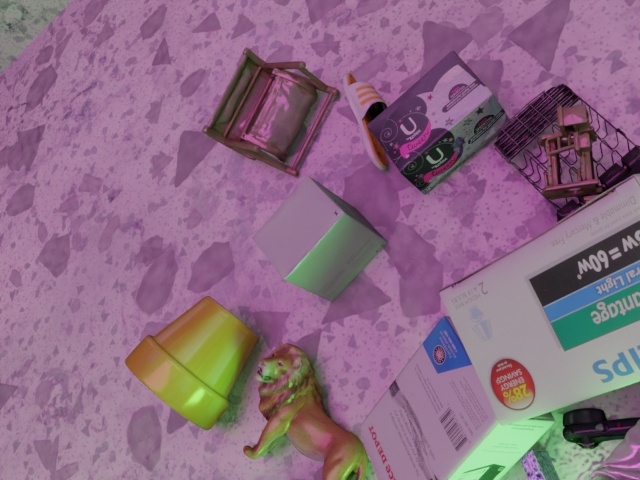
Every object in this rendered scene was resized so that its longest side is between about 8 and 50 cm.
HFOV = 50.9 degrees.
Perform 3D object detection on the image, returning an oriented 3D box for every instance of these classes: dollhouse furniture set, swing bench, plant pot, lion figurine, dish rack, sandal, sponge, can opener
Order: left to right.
[{"bbox_3d":[-0.281,0.269,1.571,0.254,0.254,0.239,31,76,38],"label":"plant pot"},{"bbox_3d":[-0.133,-0.336,1.747,0.254,0.165,0.253,26,88,43],"label":"swing bench"},{"bbox_3d":[-0.013,0.411,1.411,0.392,0.142,0.240,37,87,23],"label":"lion figurine"},{"bbox_3d":[0.130,-0.291,1.596,0.076,0.102,0.265,-26,68,22],"label":"sandal"},{"bbox_3d":[0.395,0.451,1.111,0.031,0.117,0.210,-29,58,19],"label":"sponge"},{"bbox_3d":[0.433,-0.120,1.189,0.101,0.161,0.182,-8,72,28],"label":"dollhouse furniture set"},{"bbox_3d":[0.484,-0.173,1.325,0.208,0.074,0.271,-42,53,12],"label":"dish rack"},{"bbox_3d":[0.501,0.315,1.130,0.186,0.059,0.073,-12,65,30],"label":"can opener"}]

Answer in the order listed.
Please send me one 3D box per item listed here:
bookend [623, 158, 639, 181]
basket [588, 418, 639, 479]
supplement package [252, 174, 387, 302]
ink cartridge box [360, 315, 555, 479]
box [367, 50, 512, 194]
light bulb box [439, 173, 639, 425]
[{"bbox_3d":[0.564,-0.057,1.169,0.072,0.157,0.156,37,94,38],"label":"bookend"},{"bbox_3d":[0.574,0.317,0.896,0.266,0.331,0.328,40,97,20],"label":"basket"},{"bbox_3d":[0.000,0.000,1.497,0.194,0.203,0.149,-48,53,9],"label":"supplement package"},{"bbox_3d":[0.224,0.324,1.183,0.307,0.129,0.223,-59,35,27],"label":"ink cartridge box"},{"bbox_3d":[0.256,-0.252,1.460,0.247,0.142,0.163,-40,54,15],"label":"box"},{"bbox_3d":[0.440,0.071,0.982,0.358,0.361,0.225,-40,68,45],"label":"light bulb box"}]
